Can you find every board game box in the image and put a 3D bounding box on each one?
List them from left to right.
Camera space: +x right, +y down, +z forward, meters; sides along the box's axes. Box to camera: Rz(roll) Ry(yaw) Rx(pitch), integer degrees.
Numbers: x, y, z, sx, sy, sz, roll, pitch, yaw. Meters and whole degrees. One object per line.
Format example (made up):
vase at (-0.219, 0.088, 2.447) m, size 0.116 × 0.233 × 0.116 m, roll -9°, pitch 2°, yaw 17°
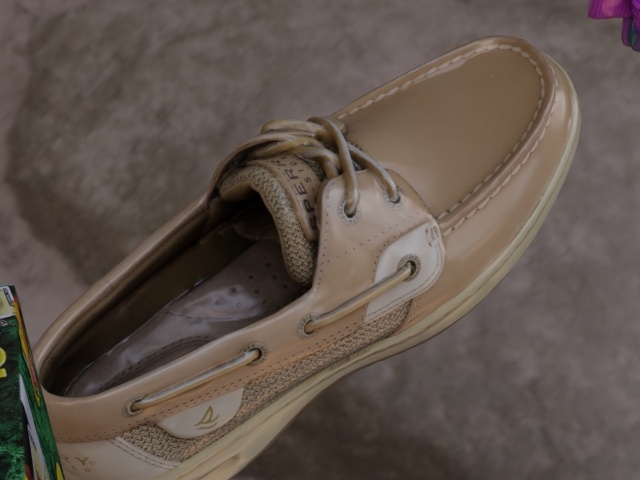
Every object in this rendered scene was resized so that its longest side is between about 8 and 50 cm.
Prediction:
board game box at (-0.096, 0.156, 0.716) m, size 0.030 × 0.259 × 0.136 m, roll -12°, pitch 40°, yaw -5°

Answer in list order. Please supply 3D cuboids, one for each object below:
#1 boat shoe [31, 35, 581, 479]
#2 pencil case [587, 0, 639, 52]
boat shoe at (0.000, 0.000, 0.983) m, size 0.341 × 0.110 × 0.122 m, roll -42°, pitch 57°, yaw -17°
pencil case at (0.151, -0.059, 0.497) m, size 0.152 × 0.064 × 0.070 m, roll 20°, pitch 52°, yaw 21°
